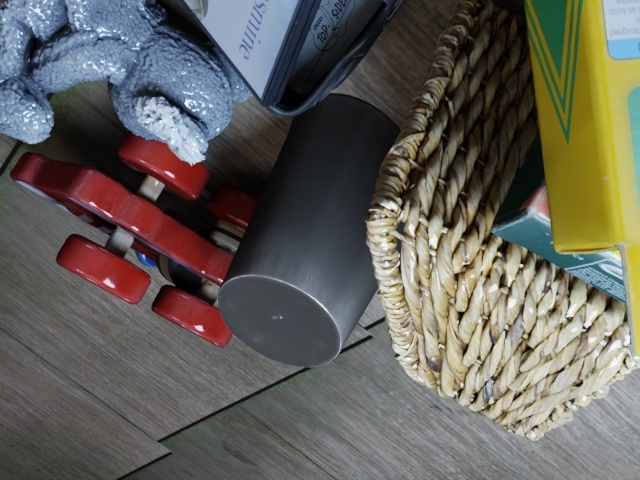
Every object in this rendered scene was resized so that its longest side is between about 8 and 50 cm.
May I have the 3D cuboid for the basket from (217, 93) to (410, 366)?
[{"bbox_3d":[0.000,0.000,0.873,0.154,0.227,0.204,0,132,29],"label":"basket"}]

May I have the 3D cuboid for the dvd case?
[{"bbox_3d":[-0.086,-0.259,0.715,0.253,0.022,0.180,52,143,18],"label":"dvd case"}]

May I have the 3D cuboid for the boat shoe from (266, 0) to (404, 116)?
[{"bbox_3d":[0.019,-0.231,0.710,0.127,0.113,0.340,33,139,-5],"label":"boat shoe"}]

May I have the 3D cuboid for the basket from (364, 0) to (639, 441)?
[{"bbox_3d":[0.140,-0.018,0.722,0.223,0.299,0.213,26,142,-4],"label":"basket"}]

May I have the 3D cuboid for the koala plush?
[{"bbox_3d":[-0.176,-0.169,0.831,0.221,0.196,0.203,33,130,0],"label":"koala plush"}]

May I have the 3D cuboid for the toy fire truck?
[{"bbox_3d":[-0.197,-0.009,1.024,0.302,0.169,0.254,34,170,-35],"label":"toy fire truck"}]

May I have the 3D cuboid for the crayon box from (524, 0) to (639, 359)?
[{"bbox_3d":[0.220,-0.112,0.461,0.203,0.323,0.083,-6,178,-8],"label":"crayon box"}]

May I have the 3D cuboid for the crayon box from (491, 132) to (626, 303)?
[{"bbox_3d":[0.274,-0.100,0.558,0.202,0.318,0.081,29,170,-3],"label":"crayon box"}]
